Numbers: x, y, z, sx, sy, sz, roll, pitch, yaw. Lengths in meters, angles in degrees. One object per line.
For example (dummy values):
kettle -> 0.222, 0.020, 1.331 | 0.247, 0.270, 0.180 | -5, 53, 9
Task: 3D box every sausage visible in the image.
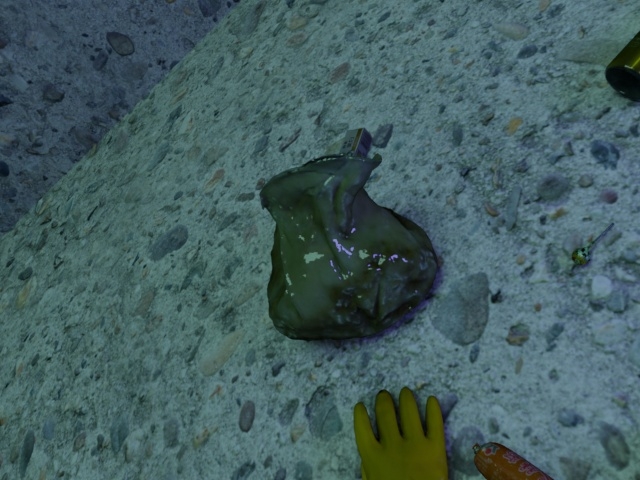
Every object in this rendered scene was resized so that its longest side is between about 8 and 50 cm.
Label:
sausage -> 0.309, 0.334, 0.616 | 0.348, 0.053, 0.053 | 30, 83, 48

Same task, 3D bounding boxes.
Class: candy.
candy -> 0.402, 0.004, 0.803 | 0.083, 0.025, 0.023 | -42, 84, -2

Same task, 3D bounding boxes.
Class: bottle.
bottle -> 0.577, -0.352, 0.859 | 0.286, 0.082, 0.082 | -47, 41, 3

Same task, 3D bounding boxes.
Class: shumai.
shumai -> 0.000, 0.000, 0.936 | 0.330, 0.288, 0.292 | -35, 49, 6

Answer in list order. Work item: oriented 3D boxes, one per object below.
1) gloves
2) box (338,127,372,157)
gloves -> 0.122, 0.331, 0.770 | 0.133, 0.116, 0.294 | -10, 40, 3
box -> 0.055, -0.147, 1.202 | 0.055, 0.039, 0.218 | 1, 62, 41
